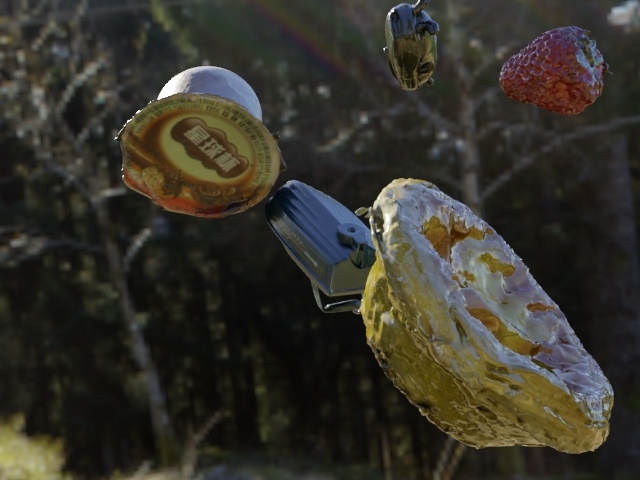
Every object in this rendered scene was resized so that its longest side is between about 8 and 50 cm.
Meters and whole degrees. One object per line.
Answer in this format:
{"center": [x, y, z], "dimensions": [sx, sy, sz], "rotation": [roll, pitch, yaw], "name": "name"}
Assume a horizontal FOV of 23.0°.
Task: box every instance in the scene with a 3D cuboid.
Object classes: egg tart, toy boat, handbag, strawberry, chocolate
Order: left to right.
{"center": [-0.147, -0.138, 1.993], "dimensions": [0.221, 0.221, 0.147], "rotation": [-6, 37, 7], "name": "chocolate"}
{"center": [0.000, 0.000, 1.893], "dimensions": [0.093, 0.103, 0.246], "rotation": [-6, 31, -27], "name": "toy boat"}
{"center": [0.083, -0.175, 1.442], "dimensions": [0.047, 0.072, 0.111], "rotation": [-10, -28, -1], "name": "handbag"}
{"center": [0.143, 0.091, 1.499], "dimensions": [0.132, 0.341, 0.341], "rotation": [-41, -7, 17], "name": "egg tart"}
{"center": [0.179, -0.128, 1.216], "dimensions": [0.083, 0.073, 0.073], "rotation": [-20, -4, 33], "name": "strawberry"}
